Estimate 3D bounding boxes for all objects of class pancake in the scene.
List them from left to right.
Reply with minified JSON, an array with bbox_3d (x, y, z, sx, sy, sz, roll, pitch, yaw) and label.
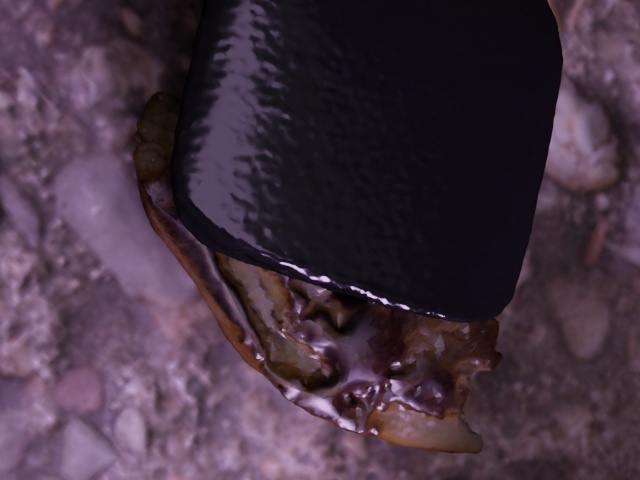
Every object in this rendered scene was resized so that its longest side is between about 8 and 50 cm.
[{"bbox_3d":[0.001,0.000,0.995,0.212,0.056,0.258,-4,92,-25],"label":"pancake"}]

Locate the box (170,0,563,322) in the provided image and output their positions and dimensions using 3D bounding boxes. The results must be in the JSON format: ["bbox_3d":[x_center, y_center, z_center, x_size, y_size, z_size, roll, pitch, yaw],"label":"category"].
[{"bbox_3d":[0.028,-0.069,0.953,0.212,0.042,0.201,16,83,-25],"label":"box"}]
